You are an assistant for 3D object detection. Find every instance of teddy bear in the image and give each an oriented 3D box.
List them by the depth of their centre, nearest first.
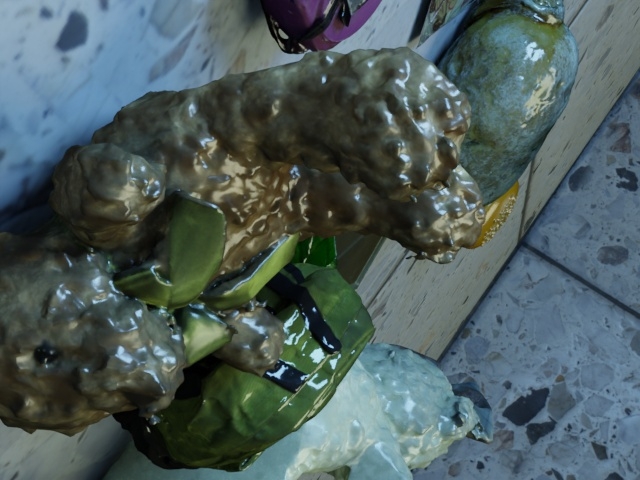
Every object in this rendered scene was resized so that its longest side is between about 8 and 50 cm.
[{"bbox_3d":[-0.066,0.015,0.528,0.246,0.296,0.222,59,41,-61],"label":"teddy bear"},{"bbox_3d":[0.000,0.252,1.008,0.375,0.327,0.362,-57,141,-9],"label":"teddy bear"}]

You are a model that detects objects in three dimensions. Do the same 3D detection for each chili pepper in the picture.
[{"bbox_3d":[-0.020,0.000,0.946,0.108,0.062,0.216,-51,163,-38],"label":"chili pepper"}]

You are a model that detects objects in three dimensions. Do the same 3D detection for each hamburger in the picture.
[{"bbox_3d":[0.258,-0.063,1.494,0.162,0.115,0.162,-47,161,-22],"label":"hamburger"}]

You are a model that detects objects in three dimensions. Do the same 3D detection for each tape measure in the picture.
[{"bbox_3d":[0.005,-0.192,0.628,0.125,0.074,0.118,-53,164,-2],"label":"tape measure"}]

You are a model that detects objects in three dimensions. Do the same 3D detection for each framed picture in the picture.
[{"bbox_3d":[0.043,0.009,1.208,0.184,0.016,0.250,-62,162,19],"label":"framed picture"}]

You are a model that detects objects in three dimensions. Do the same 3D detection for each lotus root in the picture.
[{"bbox_3d":[0.205,-0.149,1.115,0.175,0.175,0.349,-39,158,-45],"label":"lotus root"}]

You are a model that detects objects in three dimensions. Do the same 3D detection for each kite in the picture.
[{"bbox_3d":[0.167,-0.312,0.961,0.250,0.012,0.229,-57,167,3],"label":"kite"}]

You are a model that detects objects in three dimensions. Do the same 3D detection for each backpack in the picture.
[{"bbox_3d":[-0.071,0.097,0.754,0.207,0.140,0.253,-47,-167,-27],"label":"backpack"}]
